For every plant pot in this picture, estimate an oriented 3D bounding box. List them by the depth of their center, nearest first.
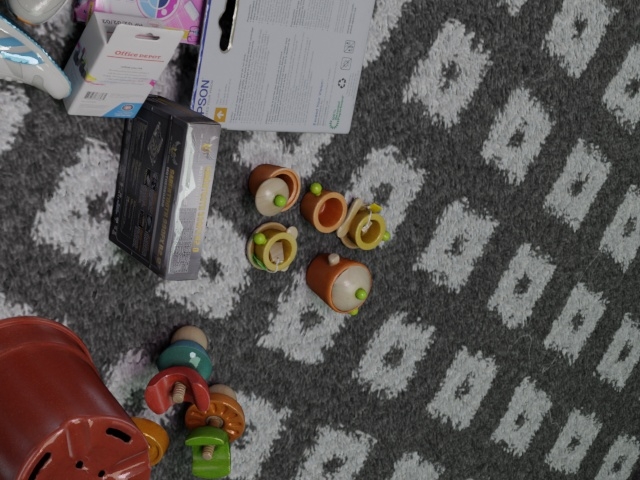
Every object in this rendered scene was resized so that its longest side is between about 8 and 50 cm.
[{"bbox_3d":[-0.387,0.280,1.439,0.272,0.265,0.272,-16,118,-33],"label":"plant pot"}]

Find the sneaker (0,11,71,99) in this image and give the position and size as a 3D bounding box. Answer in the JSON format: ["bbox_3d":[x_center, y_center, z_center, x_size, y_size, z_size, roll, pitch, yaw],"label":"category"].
[{"bbox_3d":[-0.423,-0.245,1.312,0.228,0.087,0.092,36,92,-35],"label":"sneaker"}]

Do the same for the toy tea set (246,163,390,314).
[{"bbox_3d":[0.000,0.000,1.724,0.336,0.124,0.200,25,92,-43],"label":"toy tea set"}]

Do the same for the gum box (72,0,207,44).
[{"bbox_3d":[-0.248,-0.340,1.418,0.188,0.062,0.107,1,108,-39],"label":"gum box"}]

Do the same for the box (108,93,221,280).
[{"bbox_3d":[-0.227,-0.080,1.468,0.056,0.183,0.231,-2,109,-38],"label":"box"}]

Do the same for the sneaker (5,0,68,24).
[{"bbox_3d":[-0.323,-0.397,1.281,0.099,0.121,0.262,24,91,-21],"label":"sneaker"}]

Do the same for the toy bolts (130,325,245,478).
[{"bbox_3d":[-0.237,0.253,1.674,0.218,0.158,0.228,0,127,3],"label":"toy bolts"}]

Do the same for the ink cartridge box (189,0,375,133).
[{"bbox_3d":[-0.061,-0.330,1.563,0.330,0.071,0.324,-3,111,-41],"label":"ink cartridge box"}]

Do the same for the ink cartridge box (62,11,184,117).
[{"bbox_3d":[-0.271,-0.246,1.378,0.104,0.062,0.181,-2,148,-39],"label":"ink cartridge box"}]
